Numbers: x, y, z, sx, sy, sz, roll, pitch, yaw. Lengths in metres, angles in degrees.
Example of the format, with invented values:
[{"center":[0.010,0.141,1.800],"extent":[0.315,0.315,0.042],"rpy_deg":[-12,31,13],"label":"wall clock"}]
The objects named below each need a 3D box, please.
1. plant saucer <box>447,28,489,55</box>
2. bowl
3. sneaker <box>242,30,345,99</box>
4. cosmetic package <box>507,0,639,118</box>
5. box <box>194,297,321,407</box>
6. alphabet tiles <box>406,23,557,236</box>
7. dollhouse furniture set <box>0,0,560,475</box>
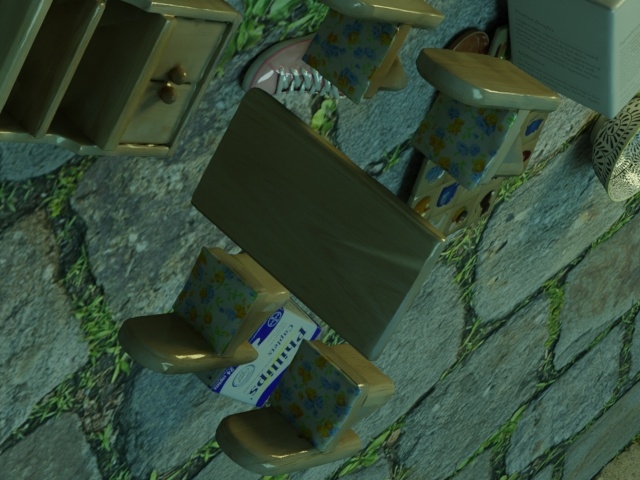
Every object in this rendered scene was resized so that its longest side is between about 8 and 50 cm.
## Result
[{"center":[0.165,-0.213,1.953],"extent":[0.083,0.013,0.083],"rpy_deg":[-37,150,-26],"label":"plant saucer"},{"center":[0.438,-0.146,2.374],"extent":[0.170,0.080,0.170],"rpy_deg":[-37,151,-25],"label":"bowl"},{"center":[-0.011,-0.169,1.683],"extent":[0.134,0.070,0.051],"rpy_deg":[-27,147,-35],"label":"sneaker"},{"center":[0.319,-0.275,1.928],"extent":[0.151,0.151,0.184],"rpy_deg":[-45,149,-24],"label":"cosmetic package"},{"center":[-0.082,0.117,1.935],"extent":[0.126,0.072,0.137],"rpy_deg":[-51,154,4],"label":"box"},{"center":[0.217,-0.142,2.106],"extent":[0.285,0.011,0.342],"rpy_deg":[-27,145,-45],"label":"alphabet tiles"},{"center":[-0.086,-0.063,1.346],"extent":[0.256,0.394,0.362],"rpy_deg":[-3,128,-55],"label":"dollhouse furniture set"}]
